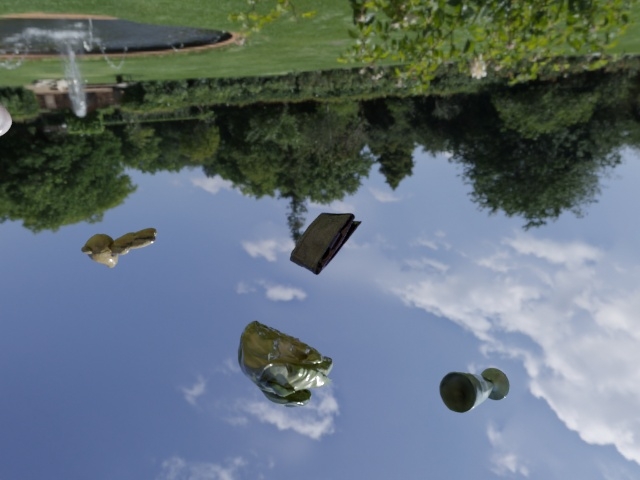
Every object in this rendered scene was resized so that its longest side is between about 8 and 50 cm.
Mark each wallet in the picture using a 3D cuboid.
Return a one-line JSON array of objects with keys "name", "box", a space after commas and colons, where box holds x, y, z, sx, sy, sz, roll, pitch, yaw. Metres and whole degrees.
[{"name": "wallet", "box": [-0.001, -0.001, 0.781, 0.111, 0.030, 0.166, -51, -164, -8]}]

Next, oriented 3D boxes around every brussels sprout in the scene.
[{"name": "brussels sprout", "box": [-0.062, 0.176, 0.684, 0.139, 0.100, 0.181, 38, -172, 32]}]

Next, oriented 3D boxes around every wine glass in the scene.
[{"name": "wine glass", "box": [0.294, 0.280, 0.888, 0.073, 0.073, 0.155, 14, -178, 43]}]

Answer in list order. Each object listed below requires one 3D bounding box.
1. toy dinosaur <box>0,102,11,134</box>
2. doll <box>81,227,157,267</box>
[{"name": "toy dinosaur", "box": [-0.395, -0.187, 0.424, 0.194, 0.152, 0.177, 26, 174, -10]}, {"name": "doll", "box": [-0.281, 0.002, 0.655, 0.093, 0.051, 0.061, -31, -157, 4]}]
